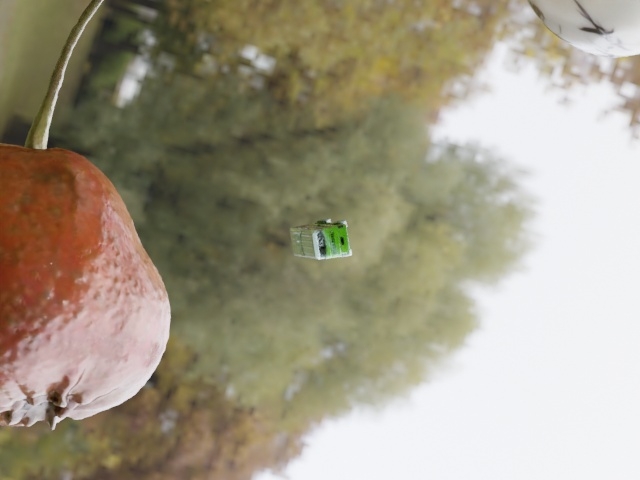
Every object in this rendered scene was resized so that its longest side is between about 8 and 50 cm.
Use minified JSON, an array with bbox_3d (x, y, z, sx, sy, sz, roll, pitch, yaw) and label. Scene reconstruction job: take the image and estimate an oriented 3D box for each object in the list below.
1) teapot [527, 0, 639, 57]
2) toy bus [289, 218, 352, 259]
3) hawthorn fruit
[{"bbox_3d":[0.197,-0.217,0.961,0.208,0.166,0.299,108,-1,-49],"label":"teapot"},{"bbox_3d":[0.000,0.000,1.418,0.083,0.037,0.031,-174,-107,-73],"label":"toy bus"},{"bbox_3d":[-0.164,-0.035,0.991,0.165,0.165,0.285,136,-41,-70],"label":"hawthorn fruit"}]
